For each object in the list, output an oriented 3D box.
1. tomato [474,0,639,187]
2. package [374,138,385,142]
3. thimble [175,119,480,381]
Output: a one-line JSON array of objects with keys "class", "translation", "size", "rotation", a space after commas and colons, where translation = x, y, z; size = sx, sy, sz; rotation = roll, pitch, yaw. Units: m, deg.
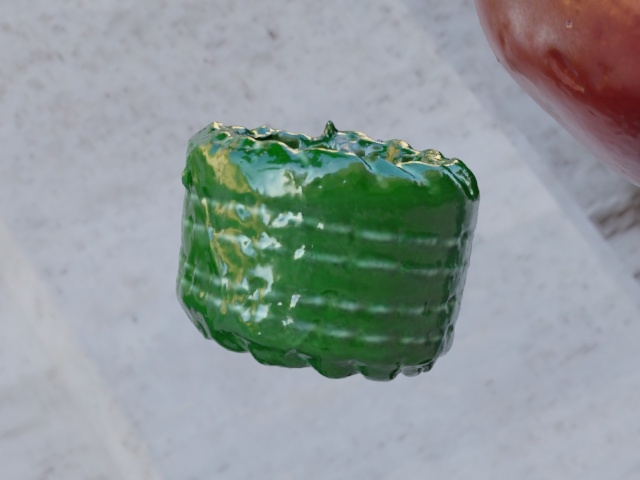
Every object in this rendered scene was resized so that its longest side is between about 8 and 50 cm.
[{"class": "tomato", "translation": [0.212, -0.147, 0.943], "size": [0.226, 0.298, 0.298], "rotation": [-43, -21, -4]}, {"class": "package", "translation": [0.028, -0.052, 1.177], "size": [0.077, 0.033, 0.110], "rotation": [-14, 5, -12]}, {"class": "thimble", "translation": [0.000, 0.000, 0.682], "size": [0.118, 0.090, 0.130], "rotation": [6, 9, -7]}]
